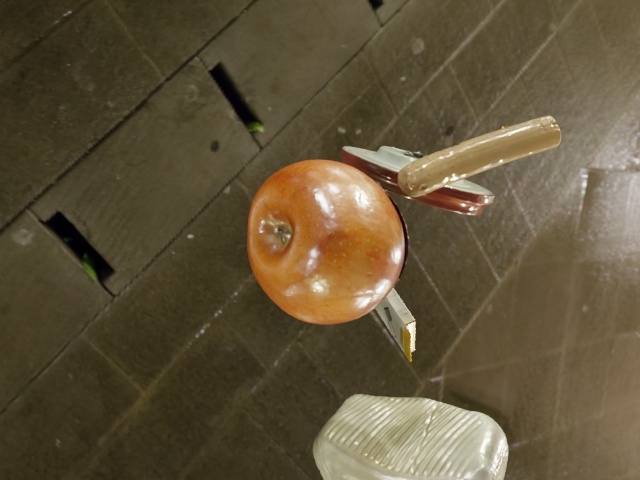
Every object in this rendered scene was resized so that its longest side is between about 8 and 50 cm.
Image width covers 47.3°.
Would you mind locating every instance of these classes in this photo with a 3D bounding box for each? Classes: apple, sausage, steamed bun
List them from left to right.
[{"bbox_3d":[0.000,0.000,1.156,0.206,0.252,0.271,17,53,-51],"label":"apple"},{"bbox_3d":[0.187,0.479,1.510,0.247,0.384,0.236,-42,130,-53],"label":"steamed bun"},{"bbox_3d":[0.264,-0.140,1.218,0.301,0.066,0.065,-19,111,-17],"label":"sausage"}]

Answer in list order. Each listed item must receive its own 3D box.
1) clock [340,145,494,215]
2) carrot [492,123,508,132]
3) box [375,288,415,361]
[{"bbox_3d":[0.193,-0.134,1.454,0.318,0.318,0.080,9,105,-39],"label":"clock"},{"bbox_3d":[0.372,-0.206,1.702,0.171,0.042,0.042,-40,128,14],"label":"carrot"},{"bbox_3d":[0.165,0.159,1.735,0.033,0.247,0.129,-22,142,-13],"label":"box"}]
